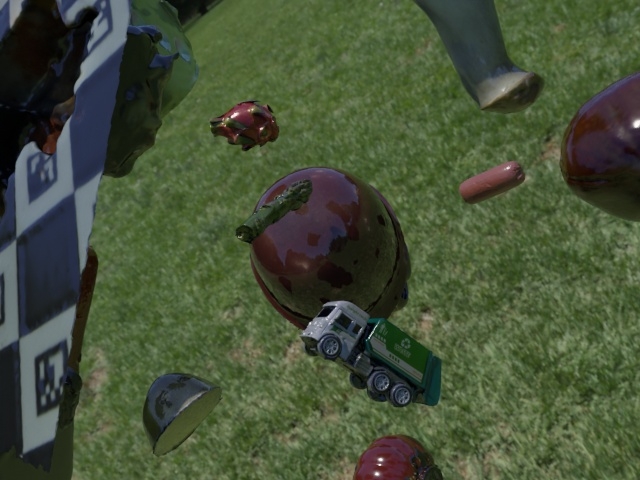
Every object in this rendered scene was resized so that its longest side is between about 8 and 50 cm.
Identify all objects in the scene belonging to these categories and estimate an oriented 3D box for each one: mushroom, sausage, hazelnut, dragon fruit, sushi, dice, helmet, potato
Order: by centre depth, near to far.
[{"bbox_3d":[-0.194,-0.027,0.424,0.294,0.059,0.292,4,82,40],"label":"sushi"},{"bbox_3d":[0.456,-0.133,0.923,0.230,0.229,0.229,-31,24,15],"label":"hazelnut"},{"bbox_3d":[0.205,-0.325,0.984,0.159,0.328,0.122,-36,7,-16],"label":"mushroom"},{"bbox_3d":[-0.129,-0.192,1.115,0.116,0.081,0.086,-5,-6,3],"label":"dragon fruit"},{"bbox_3d":[-0.480,0.157,1.200,0.102,0.102,0.330,-10,70,48],"label":"sausage"},{"bbox_3d":[0.000,0.000,1.345,0.338,0.384,0.230,-23,-19,2],"label":"helmet"},{"bbox_3d":[-0.307,0.339,1.367,0.182,0.117,0.202,-40,-17,-31],"label":"potato"},{"bbox_3d":[-0.431,-0.380,1.431,0.255,0.252,0.249,-19,34,26],"label":"dice"},{"bbox_3d":[0.393,-0.132,1.516,0.154,0.062,0.062,-25,26,39],"label":"sausage"}]

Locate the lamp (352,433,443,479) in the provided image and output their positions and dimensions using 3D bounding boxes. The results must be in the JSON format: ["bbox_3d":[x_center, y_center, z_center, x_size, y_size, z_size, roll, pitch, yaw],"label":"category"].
[{"bbox_3d":[0.177,0.546,1.469,0.227,0.227,0.227,-31,24,15],"label":"lamp"}]

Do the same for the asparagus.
[{"bbox_3d":[-0.048,-0.041,0.802,0.030,0.036,0.165,22,32,17],"label":"asparagus"}]

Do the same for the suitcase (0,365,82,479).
[{"bbox_3d":[-0.482,0.344,0.888,0.345,0.188,0.339,-60,-13,-53],"label":"suitcase"}]

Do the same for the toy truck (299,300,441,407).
[{"bbox_3d":[0.093,0.204,1.146,0.124,0.253,0.114,-56,11,-17],"label":"toy truck"}]

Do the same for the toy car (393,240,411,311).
[{"bbox_3d":[0.173,0.092,2.001,0.241,0.341,0.271,-21,57,25],"label":"toy car"}]
